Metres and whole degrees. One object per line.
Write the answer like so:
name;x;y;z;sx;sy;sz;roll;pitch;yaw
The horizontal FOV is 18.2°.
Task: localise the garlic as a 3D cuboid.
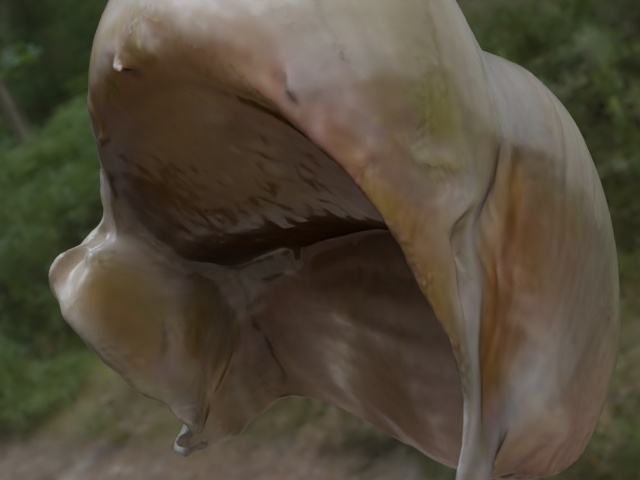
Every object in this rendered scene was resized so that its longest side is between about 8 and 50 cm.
garlic;0.012;-0.006;0.476;0.099;0.174;0.124;16;61;42
